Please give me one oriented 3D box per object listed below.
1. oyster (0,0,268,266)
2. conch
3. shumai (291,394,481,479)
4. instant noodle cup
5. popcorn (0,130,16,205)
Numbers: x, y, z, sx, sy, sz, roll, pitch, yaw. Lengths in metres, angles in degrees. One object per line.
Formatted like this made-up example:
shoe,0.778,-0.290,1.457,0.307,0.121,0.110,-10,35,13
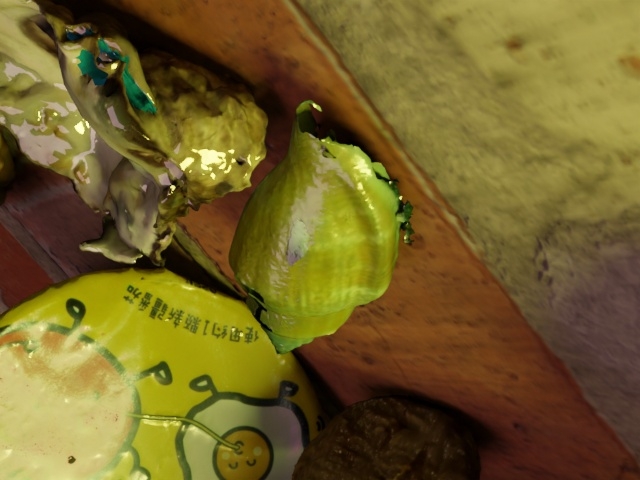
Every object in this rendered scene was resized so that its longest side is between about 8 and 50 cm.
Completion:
oyster,-0.145,-0.089,0.663,0.223,0.083,0.214,50,150,-5
conch,-0.003,0.003,0.628,0.095,0.079,0.201,24,146,-7
shumai,0.056,0.175,0.761,0.105,0.123,0.139,38,143,-17
instant noodle cup,-0.181,0.189,0.913,0.325,0.325,0.254,47,163,-12
popcorn,-0.363,-0.052,0.910,0.206,0.251,0.237,4,104,20
